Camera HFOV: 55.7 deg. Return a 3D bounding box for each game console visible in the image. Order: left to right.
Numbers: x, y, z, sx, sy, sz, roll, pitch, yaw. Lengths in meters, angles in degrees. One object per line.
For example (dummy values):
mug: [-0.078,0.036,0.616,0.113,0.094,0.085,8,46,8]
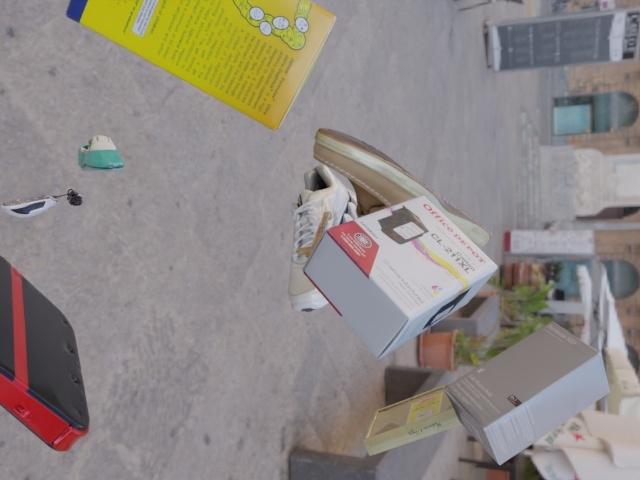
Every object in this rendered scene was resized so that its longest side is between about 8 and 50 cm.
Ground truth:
game console: [-0.538,0.157,1.047,0.386,0.060,0.342,45,-11,53]

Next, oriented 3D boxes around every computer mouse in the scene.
computer mouse: [-0.699,-0.088,1.523,0.193,0.106,0.042,-16,114,-34]

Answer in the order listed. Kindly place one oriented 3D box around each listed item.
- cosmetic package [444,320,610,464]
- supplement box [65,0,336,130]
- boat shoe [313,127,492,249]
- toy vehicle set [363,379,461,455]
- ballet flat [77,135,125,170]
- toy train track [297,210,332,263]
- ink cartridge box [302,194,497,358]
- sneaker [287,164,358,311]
cosmetic package: [0.353,0.255,1.036,0.107,0.238,0.127,62,-10,-27]
supplement box: [-0.173,-0.355,0.969,0.195,0.357,0.194,-60,-172,17]
boat shoe: [0.113,-0.044,0.887,0.341,0.110,0.121,30,13,-29]
toy vehicle set: [0.228,0.365,1.287,0.035,0.267,0.166,65,17,0]
ballet flat: [-0.540,-0.212,1.472,0.083,0.247,0.087,-7,99,-33]
toy train track: [0.000,0.000,0.746,0.014,0.048,0.083,49,47,-38]
ink cartridge box: [0.090,0.031,0.662,0.175,0.127,0.072,-21,150,-43]
sneaker: [-0.010,-0.009,0.998,0.118,0.110,0.292,56,31,-34]
